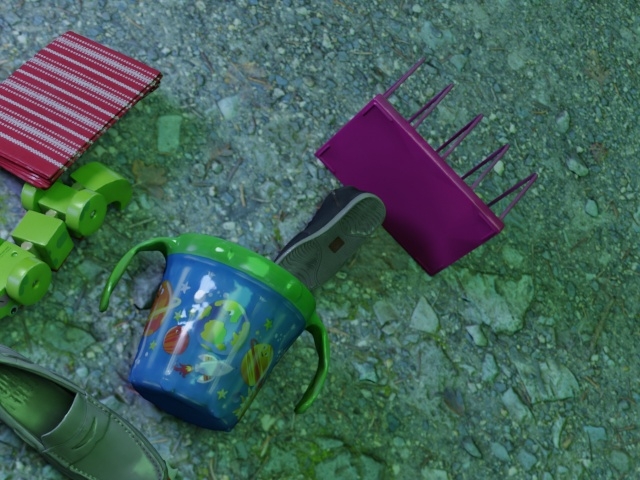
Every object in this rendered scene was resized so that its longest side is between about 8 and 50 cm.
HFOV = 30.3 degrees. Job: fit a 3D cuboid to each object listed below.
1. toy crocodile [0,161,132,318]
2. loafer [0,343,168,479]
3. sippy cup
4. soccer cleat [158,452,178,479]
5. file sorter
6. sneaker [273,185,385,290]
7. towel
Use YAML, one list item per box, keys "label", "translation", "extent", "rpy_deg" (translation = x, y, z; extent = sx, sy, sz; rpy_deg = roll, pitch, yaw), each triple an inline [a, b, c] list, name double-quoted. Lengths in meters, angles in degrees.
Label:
- label: "toy crocodile"
  translation: [-0.399, 0.008, 1.677]
  extent: [0.115, 0.105, 0.340]
  rpy_deg: [21, 56, 24]
- label: "loafer"
  translation: [-0.343, 0.250, 1.586]
  extent: [0.319, 0.111, 0.112]
  rpy_deg: [34, 77, -9]
- label: "sippy cup"
  translation: [-0.154, 0.142, 1.686]
  extent: [0.305, 0.240, 0.224]
  rpy_deg: [16, 69, 22]
- label: "soccer cleat"
  translation: [-0.237, 0.311, 1.678]
  extent: [0.083, 0.029, 0.035]
  rpy_deg: [47, 48, -7]
- label: "file sorter"
  translation: [0.185, -0.131, 1.977]
  extent: [0.290, 0.202, 0.182]
  rpy_deg: [46, 54, -4]
- label: "sneaker"
  translation: [0.000, 0.000, 1.907]
  extent: [0.222, 0.118, 0.083]
  rpy_deg: [-38, 111, -6]
- label: "towel"
  translation: [-0.391, -0.200, 1.758]
  extent: [0.199, 0.031, 0.275]
  rpy_deg: [26, 54, 19]
